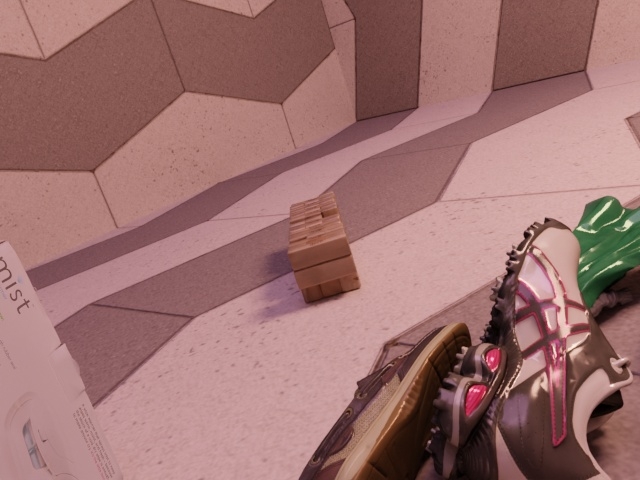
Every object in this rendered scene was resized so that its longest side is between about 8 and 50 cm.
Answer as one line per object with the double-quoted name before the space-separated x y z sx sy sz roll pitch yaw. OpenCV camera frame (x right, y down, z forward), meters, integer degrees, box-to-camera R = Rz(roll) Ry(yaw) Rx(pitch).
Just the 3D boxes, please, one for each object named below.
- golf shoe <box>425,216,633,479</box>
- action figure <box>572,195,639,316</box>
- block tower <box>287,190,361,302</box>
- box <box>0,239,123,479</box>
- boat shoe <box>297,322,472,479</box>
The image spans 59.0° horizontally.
"golf shoe" 0.184 0.088 0.457 0.120 0.105 0.273 17 47 25
"action figure" 0.281 0.036 0.594 0.232 0.063 0.137 -33 22 -25
"block tower" 0.000 0.000 0.966 0.097 0.091 0.335 -16 15 4
"box" -0.300 0.164 0.431 0.127 0.262 0.231 -14 17 15
"boat shoe" 0.058 0.137 0.465 0.073 0.080 0.223 1 29 37
